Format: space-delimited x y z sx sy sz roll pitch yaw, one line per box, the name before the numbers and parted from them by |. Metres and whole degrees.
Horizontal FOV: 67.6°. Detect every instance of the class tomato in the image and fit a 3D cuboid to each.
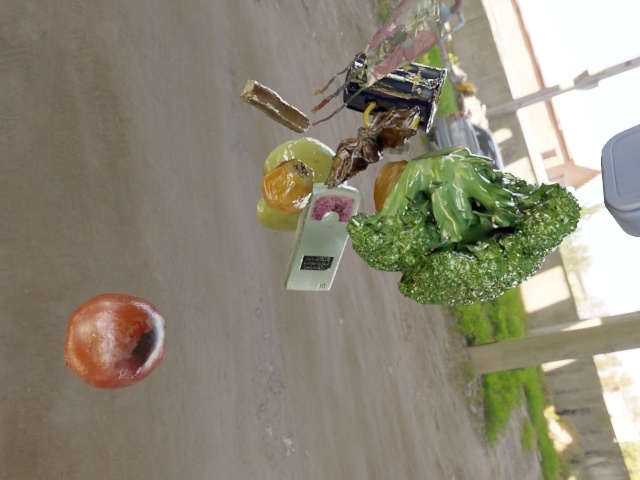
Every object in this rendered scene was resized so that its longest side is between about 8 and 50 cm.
tomato | -0.433 0.216 1.030 0.208 0.185 0.208 5 90 -84

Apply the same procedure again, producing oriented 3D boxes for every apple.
apple | -0.060 -0.201 1.806 0.360 0.320 0.311 -12 82 -38

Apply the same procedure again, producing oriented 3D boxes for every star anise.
star anise | 0.119 -0.227 1.147 0.088 0.288 0.288 51 29 -18

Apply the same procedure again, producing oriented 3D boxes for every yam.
yam | -0.097 -0.294 1.062 0.241 0.057 0.056 11 65 -62

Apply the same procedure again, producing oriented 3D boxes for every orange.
orange | 0.278 -0.101 1.308 0.274 0.274 0.310 48 15 -46

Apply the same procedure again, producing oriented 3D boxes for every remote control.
remote control | 0.000 -0.001 1.313 0.050 0.145 0.343 -112 -147 -50

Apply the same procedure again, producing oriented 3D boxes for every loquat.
loquat | -0.075 -0.129 1.121 0.113 0.137 0.137 29 44 -29

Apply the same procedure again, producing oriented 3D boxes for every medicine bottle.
medicine bottle | 0.230 -0.289 1.478 0.047 0.083 0.047 -179 -90 -80

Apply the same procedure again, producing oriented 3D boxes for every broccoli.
broccoli | 0.276 -0.028 0.932 0.321 0.414 0.309 19 66 -61

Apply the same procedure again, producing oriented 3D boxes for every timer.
timer | 1.009 -0.198 1.340 0.173 0.395 0.395 43 34 -23

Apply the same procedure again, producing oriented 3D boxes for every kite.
kite | 0.109 -0.388 1.030 0.022 0.360 0.204 25 48 -38

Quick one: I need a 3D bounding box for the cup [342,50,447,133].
cup | 0.192 -0.404 1.313 0.255 0.256 0.178 -55 160 -58
